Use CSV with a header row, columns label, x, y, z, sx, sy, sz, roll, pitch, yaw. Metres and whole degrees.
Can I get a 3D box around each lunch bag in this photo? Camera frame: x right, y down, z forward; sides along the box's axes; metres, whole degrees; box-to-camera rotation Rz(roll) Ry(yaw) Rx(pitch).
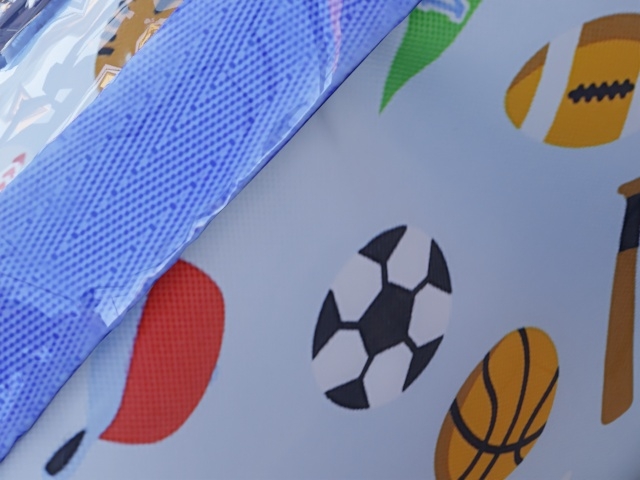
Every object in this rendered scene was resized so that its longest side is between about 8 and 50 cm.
label,x,y,z,sx,sy,sz,roll,pitch,yaw
lunch bag,0.000,0.000,0.586,0.328,0.239,0.385,-47,-15,-4
